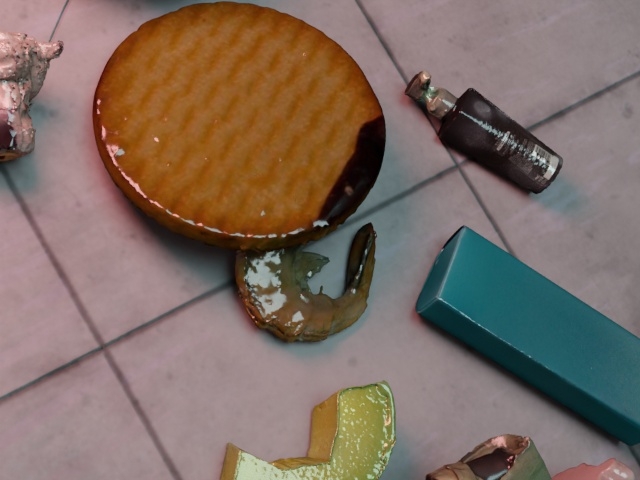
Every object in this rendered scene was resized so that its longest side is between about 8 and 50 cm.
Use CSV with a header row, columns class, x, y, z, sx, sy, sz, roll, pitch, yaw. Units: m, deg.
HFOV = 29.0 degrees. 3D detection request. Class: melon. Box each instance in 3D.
class,x,y,z,sx,sy,sz,roll,pitch,yaw
melon,-0.014,0.223,1.242,0.210,0.064,0.118,-13,77,-26

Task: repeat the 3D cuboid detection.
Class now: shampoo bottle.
class,x,y,z,sx,sy,sz,roll,pitch,yaw
shampoo bottle,0.193,-0.134,1.477,0.208,0.063,0.057,32,51,-10

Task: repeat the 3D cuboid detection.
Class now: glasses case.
class,x,y,z,sx,sy,sz,roll,pitch,yaw
glasses case,0.255,0.113,1.412,0.301,0.070,0.117,32,54,-9

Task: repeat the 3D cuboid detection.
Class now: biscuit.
class,x,y,z,sx,sy,sz,roll,pitch,yaw
biscuit,-0.085,-0.126,1.318,0.318,0.040,0.317,7,58,-11

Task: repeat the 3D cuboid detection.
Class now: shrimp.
class,x,y,z,sx,sy,sz,roll,pitch,yaw
shrimp,0.001,0.000,1.343,0.173,0.058,0.253,40,59,-13

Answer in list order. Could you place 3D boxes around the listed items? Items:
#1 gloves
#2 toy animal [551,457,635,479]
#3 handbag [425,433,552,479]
class,x,y,z,sx,sy,sz,roll,pitch,yaw
gloves,-0.322,-0.150,1.226,0.110,0.094,0.144,14,86,6
toy animal,0.327,0.342,1.329,0.212,0.124,0.124,48,58,-9
handbag,0.134,0.352,1.196,0.316,0.109,0.253,-27,101,-21
